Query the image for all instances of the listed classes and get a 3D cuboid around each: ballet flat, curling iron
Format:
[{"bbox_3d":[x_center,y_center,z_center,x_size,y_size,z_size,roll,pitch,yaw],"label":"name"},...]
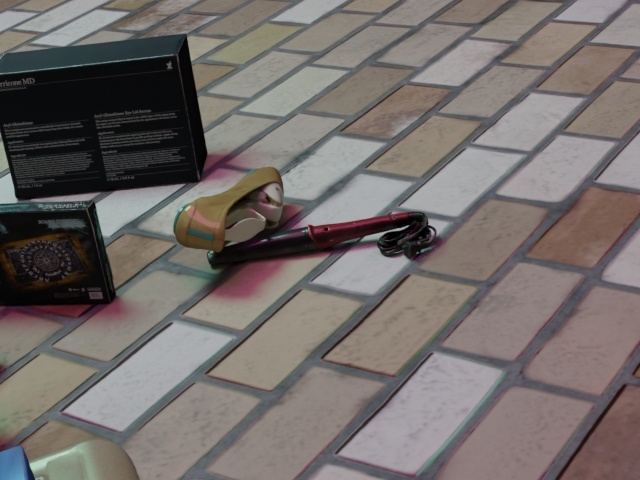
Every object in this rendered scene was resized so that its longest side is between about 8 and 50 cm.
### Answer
[{"bbox_3d":[-0.088,-0.030,1.586,0.073,0.080,0.232,19,26,23],"label":"ballet flat"},{"bbox_3d":[0.000,0.000,1.559,0.274,0.035,0.068,-5,28,6],"label":"curling iron"}]

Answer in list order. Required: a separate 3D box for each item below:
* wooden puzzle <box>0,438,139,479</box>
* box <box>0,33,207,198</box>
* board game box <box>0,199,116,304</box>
[{"bbox_3d":[-0.300,0.281,1.060,0.348,0.080,0.322,-15,28,-12],"label":"wooden puzzle"},{"bbox_3d":[-0.301,-0.171,1.807,0.261,0.184,0.103,-5,28,5],"label":"box"},{"bbox_3d":[-0.338,0.016,1.526,0.186,0.126,0.026,-1,28,12],"label":"board game box"}]
